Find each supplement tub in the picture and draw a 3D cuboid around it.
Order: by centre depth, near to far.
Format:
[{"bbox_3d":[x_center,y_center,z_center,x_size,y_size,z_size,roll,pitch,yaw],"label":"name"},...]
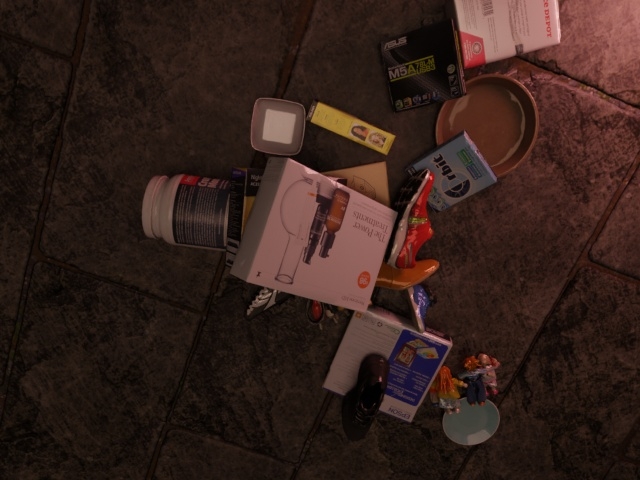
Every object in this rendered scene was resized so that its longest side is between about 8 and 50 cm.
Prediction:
[{"bbox_3d":[-0.311,-0.073,1.194,0.271,0.191,0.191,7,106,-3],"label":"supplement tub"}]

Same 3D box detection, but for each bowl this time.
[{"bbox_3d":[-0.112,-0.304,1.200,0.141,0.053,0.142,8,105,-2],"label":"bowl"}]

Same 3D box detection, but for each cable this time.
[{"bbox_3d":[-0.016,0.129,1.316,0.139,0.072,0.288,-25,98,-18],"label":"cable"}]

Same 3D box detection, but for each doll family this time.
[{"bbox_3d":[0.441,0.438,1.378,0.262,0.118,0.163,-15,105,4],"label":"doll family"}]

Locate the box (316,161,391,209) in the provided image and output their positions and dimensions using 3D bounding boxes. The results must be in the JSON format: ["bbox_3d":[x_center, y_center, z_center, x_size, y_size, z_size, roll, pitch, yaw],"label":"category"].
[{"bbox_3d":[0.094,-0.128,1.267,0.201,0.021,0.165,-8,106,3],"label":"box"}]

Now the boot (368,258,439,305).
[{"bbox_3d":[0.175,0.049,1.281,0.294,0.104,0.212,-25,92,-5],"label":"boot"}]

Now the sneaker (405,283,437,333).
[{"bbox_3d":[0.306,0.194,1.306,0.084,0.152,0.058,-7,144,-3],"label":"sneaker"}]

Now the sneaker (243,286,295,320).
[{"bbox_3d":[-0.133,0.163,1.320,0.106,0.078,0.234,38,101,-8],"label":"sneaker"}]

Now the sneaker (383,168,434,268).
[{"bbox_3d":[0.256,-0.055,1.213,0.118,0.107,0.279,16,101,-15],"label":"sneaker"}]

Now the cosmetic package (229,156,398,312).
[{"bbox_3d":[0.000,0.000,1.094,0.377,0.097,0.285,20,89,-37],"label":"cosmetic package"}]

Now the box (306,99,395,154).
[{"bbox_3d":[0.079,-0.301,1.185,0.232,0.087,0.058,21,107,-7],"label":"box"}]

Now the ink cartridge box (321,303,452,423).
[{"bbox_3d":[0.196,0.370,1.368,0.303,0.072,0.308,22,110,1],"label":"ink cartridge box"}]

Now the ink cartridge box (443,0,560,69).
[{"bbox_3d":[0.447,-0.539,1.107,0.236,0.100,0.172,-14,106,5],"label":"ink cartridge box"}]

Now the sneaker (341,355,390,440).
[{"bbox_3d":[0.124,0.484,1.311,0.108,0.130,0.287,14,110,3],"label":"sneaker"}]

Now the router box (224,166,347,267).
[{"bbox_3d":[-0.080,-0.052,1.136,0.308,0.081,0.243,-1,100,-38],"label":"router box"}]

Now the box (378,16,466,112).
[{"bbox_3d":[0.257,-0.434,1.126,0.190,0.045,0.184,-4,111,32],"label":"box"}]

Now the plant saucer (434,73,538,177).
[{"bbox_3d":[0.444,-0.302,1.208,0.277,0.041,0.278,0,105,0],"label":"plant saucer"}]

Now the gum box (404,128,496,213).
[{"bbox_3d":[0.349,-0.181,1.203,0.184,0.041,0.157,-29,106,35],"label":"gum box"}]

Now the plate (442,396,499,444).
[{"bbox_3d":[0.492,0.588,1.471,0.187,0.024,0.188,0,107,0],"label":"plate"}]
